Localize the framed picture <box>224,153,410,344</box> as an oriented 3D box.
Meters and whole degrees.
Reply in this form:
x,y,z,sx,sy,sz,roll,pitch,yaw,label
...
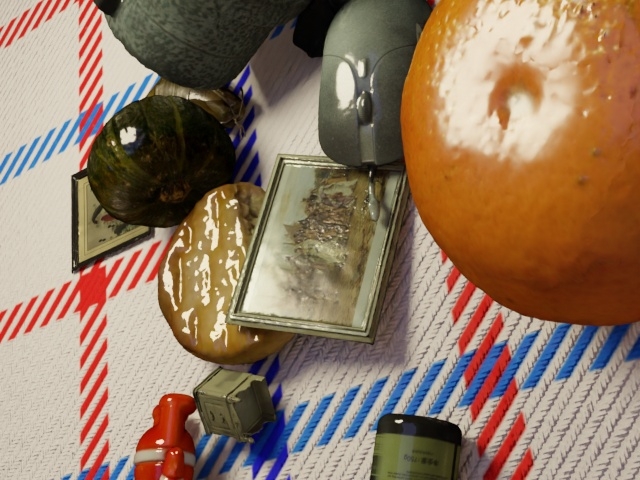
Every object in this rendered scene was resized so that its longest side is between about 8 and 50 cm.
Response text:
x,y,z,sx,sy,sz,roll,pitch,yaw,label
0.000,0.000,1.251,0.217,0.017,0.274,4,63,21,framed picture

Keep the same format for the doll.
x,y,z,sx,sy,sz,roll,pitch,yaw,label
-0.207,0.380,1.248,0.200,0.105,0.336,131,145,-62,doll

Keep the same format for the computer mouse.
x,y,z,sx,sy,sz,roll,pitch,yaw,label
0.072,-0.207,1.273,0.167,0.090,0.379,-7,66,20,computer mouse

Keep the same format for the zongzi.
x,y,z,sx,sy,sz,roll,pitch,yaw,label
-0.175,-0.260,1.520,0.187,0.084,0.184,10,58,27,zongzi

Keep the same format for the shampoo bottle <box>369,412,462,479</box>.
x,y,z,sx,sy,sz,roll,pitch,yaw,label
0.096,0.344,1.060,0.101,0.101,0.284,-2,72,35,shampoo bottle

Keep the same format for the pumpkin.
x,y,z,sx,sy,sz,roll,pitch,yaw,label
-0.239,-0.117,1.405,0.223,0.223,0.157,-39,50,18,pumpkin

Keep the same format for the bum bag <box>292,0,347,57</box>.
x,y,z,sx,sy,sz,roll,pitch,yaw,label
0.025,-0.401,1.426,0.123,0.060,0.248,14,83,35,bum bag

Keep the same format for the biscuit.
x,y,z,sx,sy,sz,roll,pitch,yaw,label
-0.132,0.057,1.343,0.213,0.091,0.274,-29,59,21,biscuit

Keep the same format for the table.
x,y,z,sx,sy,sz,roll,pitch,yaw,label
-0.116,0.223,1.262,0.083,0.062,0.079,4,120,36,table

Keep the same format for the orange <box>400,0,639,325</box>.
x,y,z,sx,sy,sz,roll,pitch,yaw,label
0.287,-0.120,0.960,0.424,0.326,0.424,-4,84,48,orange

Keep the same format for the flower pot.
x,y,z,sx,sy,sz,roll,pitch,yaw,label
-0.163,-0.410,1.353,0.283,0.299,0.299,-43,51,35,flower pot

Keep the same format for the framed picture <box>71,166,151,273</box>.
x,y,z,sx,sy,sz,roll,pitch,yaw,label
-0.362,-0.063,1.608,0.195,0.010,0.199,-22,61,28,framed picture
